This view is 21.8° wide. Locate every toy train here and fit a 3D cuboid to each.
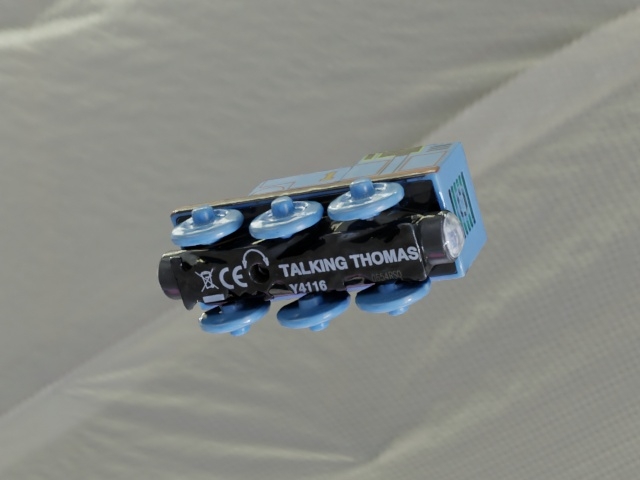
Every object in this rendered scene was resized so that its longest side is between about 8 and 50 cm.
[{"bbox_3d":[0.000,0.000,0.925,0.184,0.105,0.080,-9,-72,26],"label":"toy train"}]
